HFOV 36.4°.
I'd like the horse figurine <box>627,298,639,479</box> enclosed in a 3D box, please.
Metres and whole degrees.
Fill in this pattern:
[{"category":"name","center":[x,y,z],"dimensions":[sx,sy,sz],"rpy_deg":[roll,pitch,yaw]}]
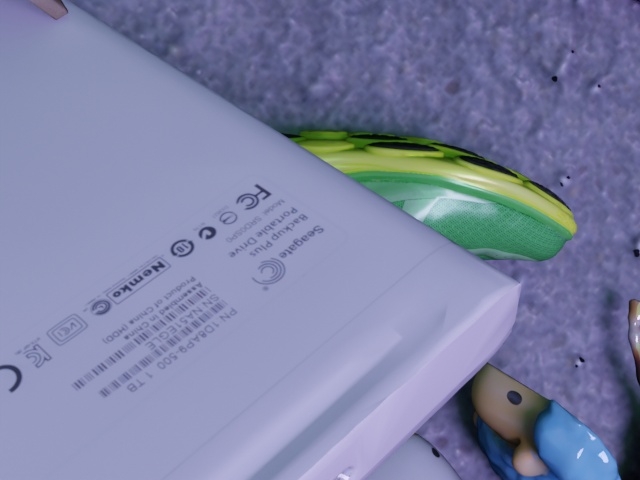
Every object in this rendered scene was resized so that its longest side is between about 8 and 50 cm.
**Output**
[{"category":"horse figurine","center":[0.284,0.135,0.637],"dimensions":[0.263,0.066,0.174],"rpy_deg":[6,82,-10]}]

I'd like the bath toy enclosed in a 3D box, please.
[{"category":"bath toy","center":[0.016,0.228,0.539],"dimensions":[0.348,0.129,0.151],"rpy_deg":[-45,104,-8]}]

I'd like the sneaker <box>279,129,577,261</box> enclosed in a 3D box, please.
[{"category":"sneaker","center":[0.000,0.000,0.569],"dimensions":[0.295,0.109,0.123],"rpy_deg":[-1,104,-9]}]

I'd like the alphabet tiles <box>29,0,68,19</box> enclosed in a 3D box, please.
[{"category":"alphabet tiles","center":[-0.226,-0.256,0.413],"dimensions":[0.011,0.285,0.342],"rpy_deg":[-33,90,1]}]

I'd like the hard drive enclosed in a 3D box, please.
[{"category":"hard drive","center":[-0.128,0.004,0.422],"dimensions":[0.353,0.047,0.233],"rpy_deg":[35,57,30]}]
